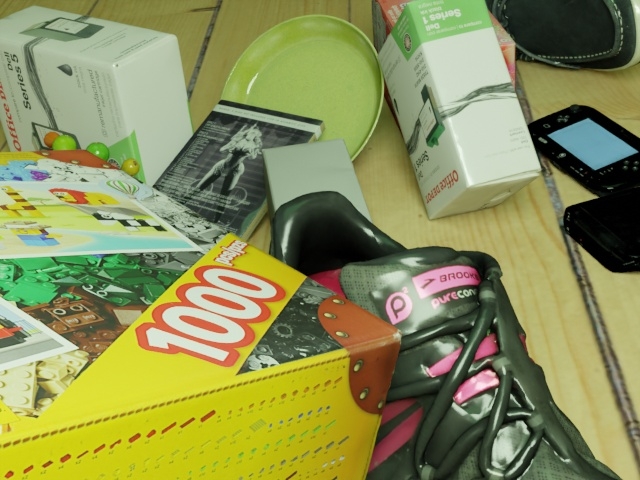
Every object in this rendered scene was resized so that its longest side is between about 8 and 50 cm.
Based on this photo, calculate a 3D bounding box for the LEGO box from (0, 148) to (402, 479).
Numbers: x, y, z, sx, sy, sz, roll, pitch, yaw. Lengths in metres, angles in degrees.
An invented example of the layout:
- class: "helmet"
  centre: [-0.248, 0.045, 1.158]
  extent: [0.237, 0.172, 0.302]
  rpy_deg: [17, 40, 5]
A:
- class: "LEGO box"
  centre: [-0.260, 0.097, 0.598]
  extent: [0.372, 0.193, 0.500]
  rpy_deg: [28, 23, 37]

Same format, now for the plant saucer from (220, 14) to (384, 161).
- class: "plant saucer"
  centre: [-0.022, -0.174, 1.315]
  extent: [0.241, 0.240, 0.037]
  rpy_deg: [16, -5, 30]

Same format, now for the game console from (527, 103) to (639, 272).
- class: "game console"
  centre: [0.357, -0.074, 1.208]
  extent: [0.213, 0.044, 0.361]
  rpy_deg: [-15, 33, -15]

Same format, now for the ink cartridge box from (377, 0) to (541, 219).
- class: "ink cartridge box"
  centre: [0.153, -0.148, 1.153]
  extent: [0.093, 0.219, 0.160]
  rpy_deg: [-14, -10, -12]

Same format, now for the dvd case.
- class: "dvd case"
  centre: [-0.116, -0.083, 1.253]
  extent: [0.165, 0.018, 0.221]
  rpy_deg: [15, 58, 30]

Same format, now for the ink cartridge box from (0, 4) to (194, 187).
- class: "ink cartridge box"
  centre: [-0.308, -0.184, 1.340]
  extent: [0.273, 0.198, 0.115]
  rpy_deg: [18, 40, 33]

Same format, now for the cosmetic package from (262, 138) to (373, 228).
- class: "cosmetic package"
  centre: [0.000, 0.000, 1.069]
  extent: [0.107, 0.127, 0.238]
  rpy_deg: [-9, 31, -7]

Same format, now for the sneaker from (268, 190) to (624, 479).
- class: "sneaker"
  centre: [0.078, 0.116, 0.712]
  extent: [0.185, 0.202, 0.483]
  rpy_deg: [-23, 38, -24]

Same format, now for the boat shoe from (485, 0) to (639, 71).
- class: "boat shoe"
  centre: [0.305, -0.351, 1.537]
  extent: [0.156, 0.186, 0.500]
  rpy_deg: [-25, 32, -19]

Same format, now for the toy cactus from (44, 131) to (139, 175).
- class: "toy cactus"
  centre: [-0.314, -0.042, 1.219]
  extent: [0.219, 0.112, 0.180]
  rpy_deg: [20, 65, 43]

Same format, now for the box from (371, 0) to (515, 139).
- class: "box"
  centre: [0.165, -0.252, 1.417]
  extent: [0.142, 0.154, 0.300]
  rpy_deg: [-8, 31, -4]

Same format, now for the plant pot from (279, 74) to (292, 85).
- class: "plant pot"
  centre: [-0.013, -0.201, 1.415]
  extent: [0.109, 0.096, 0.109]
  rpy_deg: [-2, 33, 6]
